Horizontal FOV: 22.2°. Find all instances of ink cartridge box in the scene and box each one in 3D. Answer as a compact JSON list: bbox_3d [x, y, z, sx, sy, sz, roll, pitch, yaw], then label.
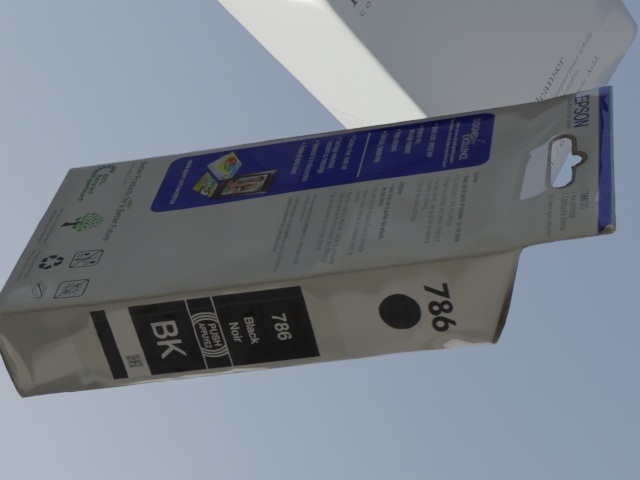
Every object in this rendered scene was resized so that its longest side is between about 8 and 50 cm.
[{"bbox_3d":[0.000,0.000,0.892,0.333,0.165,0.065,-8,-61,16],"label":"ink cartridge box"}]

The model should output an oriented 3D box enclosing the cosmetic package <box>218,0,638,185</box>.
[{"bbox_3d":[0.085,-0.193,1.286,0.156,0.385,0.217,23,-99,35],"label":"cosmetic package"}]
